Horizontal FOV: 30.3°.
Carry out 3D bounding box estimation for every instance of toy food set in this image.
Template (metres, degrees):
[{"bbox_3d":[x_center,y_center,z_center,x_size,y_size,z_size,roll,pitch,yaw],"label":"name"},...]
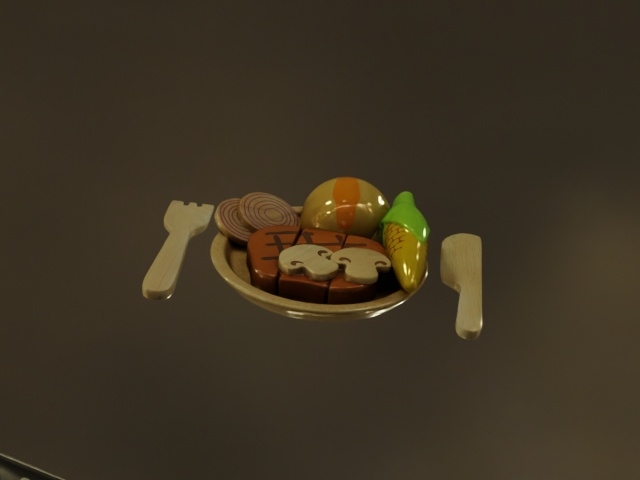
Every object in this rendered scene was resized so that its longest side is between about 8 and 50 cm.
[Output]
[{"bbox_3d":[0.000,0.000,0.669,0.192,0.132,0.039,6,-62,2],"label":"toy food set"}]

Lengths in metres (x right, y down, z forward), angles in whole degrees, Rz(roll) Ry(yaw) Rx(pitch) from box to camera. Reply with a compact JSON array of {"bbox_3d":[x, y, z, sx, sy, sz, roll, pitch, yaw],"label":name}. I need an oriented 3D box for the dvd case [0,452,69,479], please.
[{"bbox_3d":[-0.125,0.219,0.681,0.179,0.030,0.239,20,-44,4],"label":"dvd case"}]
